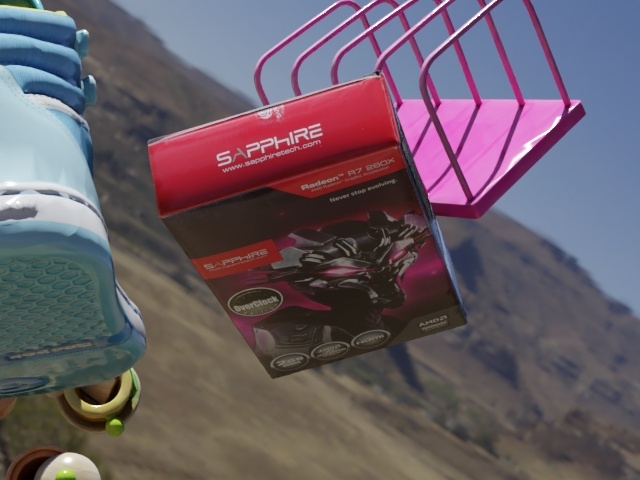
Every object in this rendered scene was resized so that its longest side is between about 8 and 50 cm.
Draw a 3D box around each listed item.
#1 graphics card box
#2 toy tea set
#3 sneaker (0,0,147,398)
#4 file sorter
[{"bbox_3d":[0.000,0.000,1.445,0.371,0.233,0.094,64,12,-58],"label":"graphics card box"},{"bbox_3d":[-0.290,0.113,1.434,0.336,0.200,0.124,56,-19,17],"label":"toy tea set"},{"bbox_3d":[-0.180,-0.029,0.870,0.127,0.208,0.319,-8,-19,-13],"label":"sneaker"},{"bbox_3d":[0.098,-0.163,1.604,0.291,0.202,0.182,7,-50,49],"label":"file sorter"}]
